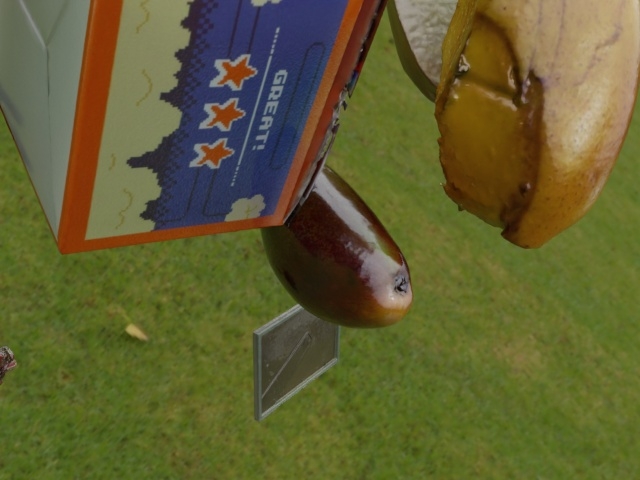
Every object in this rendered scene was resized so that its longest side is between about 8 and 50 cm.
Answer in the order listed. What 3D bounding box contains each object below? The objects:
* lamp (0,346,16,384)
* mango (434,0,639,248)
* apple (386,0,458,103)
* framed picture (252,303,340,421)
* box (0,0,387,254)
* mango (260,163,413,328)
[{"bbox_3d":[-0.504,0.208,1.341,0.031,0.063,0.083,33,62,15],"label":"lamp"},{"bbox_3d":[0.207,-0.177,0.860,0.199,0.350,0.201,-3,18,-29],"label":"mango"},{"bbox_3d":[0.251,-0.341,1.136,0.328,0.365,0.295,14,6,39],"label":"apple"},{"bbox_3d":[-0.037,0.194,1.578,0.016,0.184,0.250,19,31,32],"label":"framed picture"},{"bbox_3d":[-0.160,-0.224,0.837,0.256,0.319,0.349,-7,46,-33],"label":"box"},{"bbox_3d":[0.000,0.000,0.935,0.111,0.133,0.267,-9,43,-31],"label":"mango"}]
